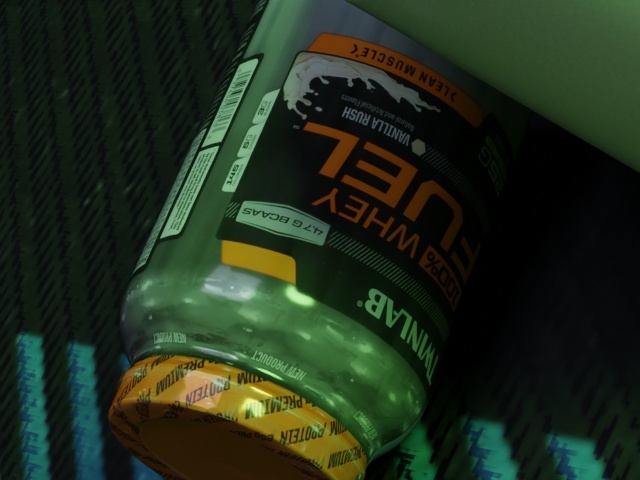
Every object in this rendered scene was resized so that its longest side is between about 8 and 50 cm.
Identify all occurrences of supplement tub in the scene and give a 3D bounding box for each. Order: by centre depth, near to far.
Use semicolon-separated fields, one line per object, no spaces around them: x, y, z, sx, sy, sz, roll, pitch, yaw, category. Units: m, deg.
0.000;0.000;0.707;0.117;0.117;0.190;-5;54;43;supplement tub

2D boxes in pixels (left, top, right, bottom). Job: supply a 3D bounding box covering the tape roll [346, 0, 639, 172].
0.135;-0.140;0.589;0.246;0.169;0.246;-55;16;23;tape roll
